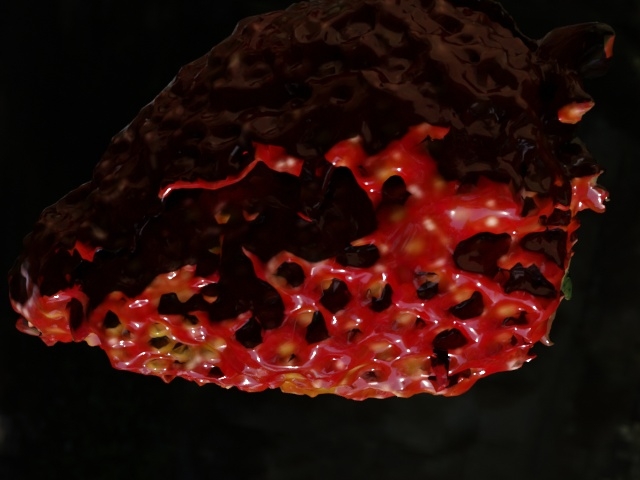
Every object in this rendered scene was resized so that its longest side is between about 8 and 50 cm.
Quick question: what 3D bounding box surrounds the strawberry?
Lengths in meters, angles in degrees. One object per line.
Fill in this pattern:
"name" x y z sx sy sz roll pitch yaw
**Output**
"strawberry" -0.007 -0.013 0.740 0.228 0.174 0.098 -3 -156 -5
